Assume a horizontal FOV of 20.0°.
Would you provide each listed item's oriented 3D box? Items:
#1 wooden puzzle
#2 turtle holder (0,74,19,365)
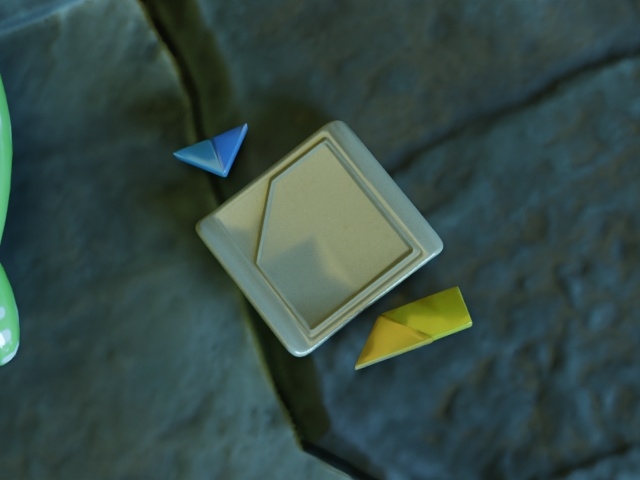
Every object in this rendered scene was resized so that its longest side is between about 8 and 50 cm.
[{"bbox_3d":[0.000,0.000,0.688,0.078,0.014,0.116,-30,74,-6],"label":"wooden puzzle"},{"bbox_3d":[-0.238,-0.075,0.624,0.243,0.227,0.320,1,76,8],"label":"turtle holder"}]
